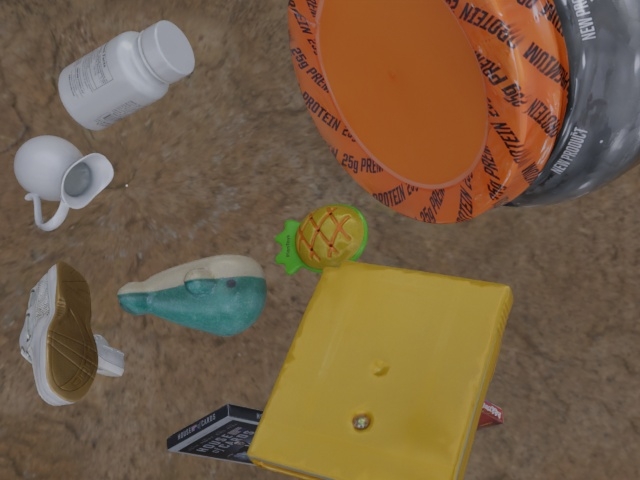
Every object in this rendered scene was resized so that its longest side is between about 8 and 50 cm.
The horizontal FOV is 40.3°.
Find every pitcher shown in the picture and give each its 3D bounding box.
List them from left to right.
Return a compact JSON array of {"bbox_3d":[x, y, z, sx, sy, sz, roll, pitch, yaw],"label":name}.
[{"bbox_3d":[-0.519,-0.112,1.680,0.178,0.207,0.125,-55,137,-16],"label":"pitcher"}]

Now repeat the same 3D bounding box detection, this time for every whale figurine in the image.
[{"bbox_3d":[-0.231,0.114,1.602,0.272,0.216,0.141,-8,78,-14],"label":"whale figurine"}]

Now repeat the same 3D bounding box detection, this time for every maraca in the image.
[{"bbox_3d":[0.000,0.000,1.550,0.185,0.099,0.127,-12,64,25],"label":"maraca"}]

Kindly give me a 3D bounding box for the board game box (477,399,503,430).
[{"bbox_3d":[0.123,0.285,1.343,0.145,0.281,0.027,30,47,-38],"label":"board game box"}]

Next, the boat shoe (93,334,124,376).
[{"bbox_3d":[-0.451,0.224,1.757,0.066,0.184,0.063,-6,64,25],"label":"boat shoe"}]

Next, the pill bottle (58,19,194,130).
[{"bbox_3d":[-0.343,-0.297,1.555,0.229,0.131,0.131,-21,100,28],"label":"pill bottle"}]

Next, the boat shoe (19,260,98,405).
[{"bbox_3d":[-0.397,0.150,1.295,0.096,0.277,0.098,-34,125,12],"label":"boat shoe"}]

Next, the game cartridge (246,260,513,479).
[{"bbox_3d":[0.086,0.184,1.183,0.285,0.053,0.324,9,58,26],"label":"game cartridge"}]

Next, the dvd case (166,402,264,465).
[{"bbox_3d":[-0.127,0.354,1.565,0.238,0.179,0.030,21,47,-39],"label":"dvd case"}]

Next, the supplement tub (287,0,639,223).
[{"bbox_3d":[0.159,-0.151,0.510,0.338,0.207,0.207,-29,100,-30],"label":"supplement tub"}]
